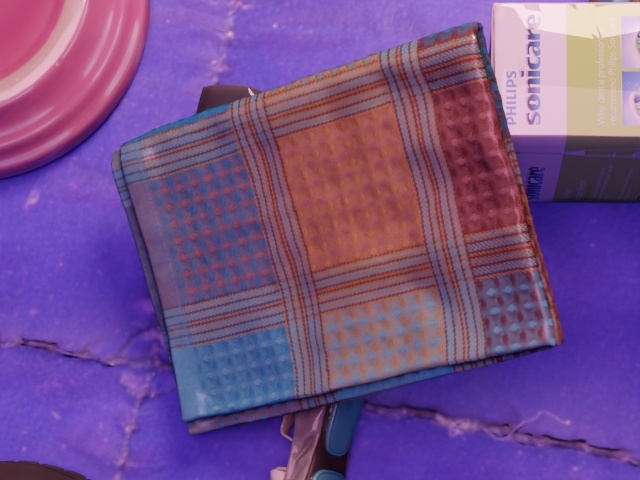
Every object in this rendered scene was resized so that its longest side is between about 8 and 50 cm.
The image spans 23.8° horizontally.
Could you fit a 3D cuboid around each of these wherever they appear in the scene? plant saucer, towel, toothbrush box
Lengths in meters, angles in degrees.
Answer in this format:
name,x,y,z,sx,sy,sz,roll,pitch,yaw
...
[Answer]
name,x,y,z,sx,sy,sz,roll,pitch,yaw
plant saucer,-0.331,-0.224,1.439,0.332,0.084,0.332,-1,77,6
towel,0.000,0.000,1.261,0.370,0.040,0.271,-16,88,31
toothbrush box,0.284,-0.111,1.291,0.283,0.206,0.122,-1,77,6

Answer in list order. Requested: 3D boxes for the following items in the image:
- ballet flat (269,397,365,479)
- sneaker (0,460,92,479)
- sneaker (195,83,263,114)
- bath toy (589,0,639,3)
name,x,y,z,sx,sy,sz,roll,pitch,yaw
ballet flat,-0.008,0.191,1.326,0.068,0.072,0.213,4,75,34
sneaker,-0.197,0.268,1.285,0.286,0.130,0.109,26,82,12
sneaker,-0.026,-0.069,1.372,0.222,0.083,0.118,16,79,10
bath toy,0.417,-0.223,1.342,0.348,0.151,0.129,1,65,-2
